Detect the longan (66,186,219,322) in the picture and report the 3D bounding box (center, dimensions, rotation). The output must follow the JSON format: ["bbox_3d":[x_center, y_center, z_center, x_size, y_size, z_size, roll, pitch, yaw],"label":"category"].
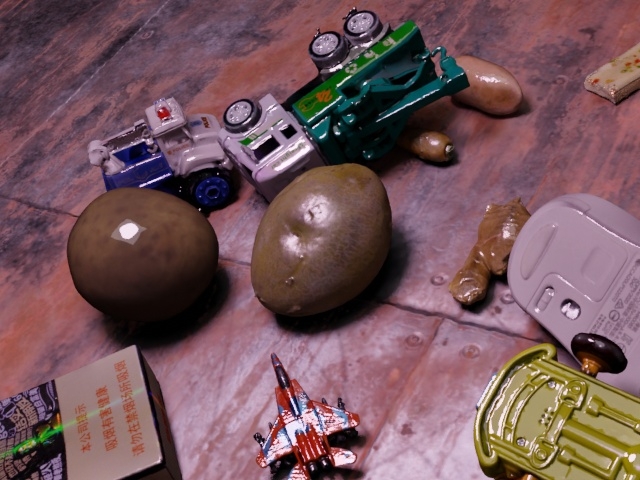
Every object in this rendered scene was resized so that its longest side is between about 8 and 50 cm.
[{"bbox_3d":[-0.254,0.020,1.270,0.220,0.196,0.196,18,54,29],"label":"longan"}]

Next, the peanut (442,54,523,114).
[{"bbox_3d":[0.257,-0.247,1.442,0.076,0.076,0.152,-40,50,-21],"label":"peanut"}]

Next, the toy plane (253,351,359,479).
[{"bbox_3d":[-0.027,0.207,1.086,0.130,0.061,0.189,-24,38,-4],"label":"toy plane"}]

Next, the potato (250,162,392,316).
[{"bbox_3d":[0.000,0.000,1.228,0.235,0.160,0.178,-48,23,-9],"label":"potato"}]

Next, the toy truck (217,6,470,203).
[{"bbox_3d":[0.031,-0.195,1.367,0.364,0.176,0.178,-34,51,0],"label":"toy truck"}]

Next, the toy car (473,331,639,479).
[{"bbox_3d":[0.278,0.217,0.898,0.248,0.142,0.200,27,70,30],"label":"toy car"}]

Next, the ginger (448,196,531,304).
[{"bbox_3d":[0.236,0.021,1.181,0.096,0.067,0.165,15,65,32],"label":"ginger"}]

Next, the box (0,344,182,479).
[{"bbox_3d":[-0.336,0.275,1.112,0.310,0.084,0.198,-22,43,-3],"label":"box"}]

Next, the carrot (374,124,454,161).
[{"bbox_3d":[0.115,-0.174,1.445,0.049,0.049,0.254,-39,41,-20],"label":"carrot"}]

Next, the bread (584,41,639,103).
[{"bbox_3d":[0.486,-0.268,1.413,0.154,0.028,0.068,-32,42,-16],"label":"bread"}]

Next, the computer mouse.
[{"bbox_3d":[0.343,0.071,1.025,0.297,0.121,0.184,38,109,42],"label":"computer mouse"}]

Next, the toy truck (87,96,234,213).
[{"bbox_3d":[-0.249,-0.134,1.439,0.213,0.177,0.161,-24,41,-4],"label":"toy truck"}]
